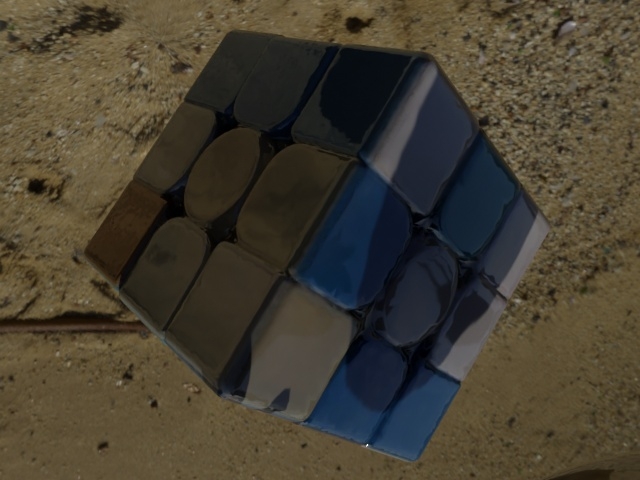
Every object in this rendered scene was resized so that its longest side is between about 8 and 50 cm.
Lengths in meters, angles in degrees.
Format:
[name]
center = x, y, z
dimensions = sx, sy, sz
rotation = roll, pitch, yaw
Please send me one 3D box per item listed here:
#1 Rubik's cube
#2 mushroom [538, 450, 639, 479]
[Rubik's cube]
center = 0.000, 0.000, 0.716
dimensions = 0.346, 0.344, 0.347
rotation = 34, 84, -43
[mushroom]
center = 0.191, 0.259, 0.264
dimensions = 0.297, 0.297, 0.290
rotation = -5, 104, -13
